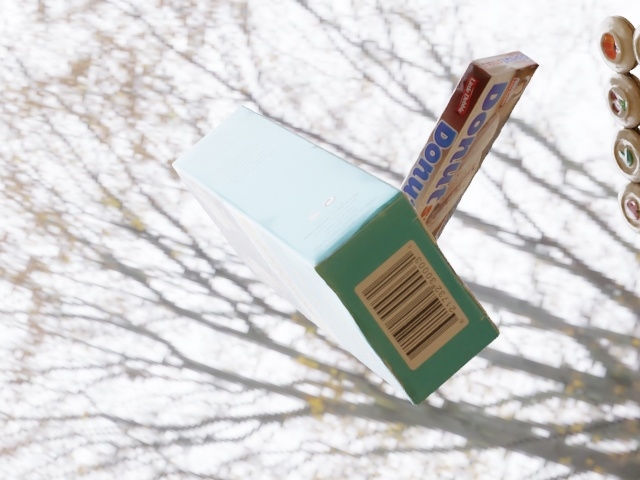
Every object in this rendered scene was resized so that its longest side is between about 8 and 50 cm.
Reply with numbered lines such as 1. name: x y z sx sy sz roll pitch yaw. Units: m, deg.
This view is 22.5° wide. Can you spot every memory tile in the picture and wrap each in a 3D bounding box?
1. memory tile: 0.214 -0.065 0.991 0.012 0.113 0.148 -20 -69 -24

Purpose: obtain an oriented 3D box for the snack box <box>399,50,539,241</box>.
1. snack box: 0.084 -0.048 1.088 0.064 0.022 0.178 -18 -37 -52

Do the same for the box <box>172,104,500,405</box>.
1. box: 0.000 0.000 0.894 0.060 0.244 0.100 -40 -65 -8
